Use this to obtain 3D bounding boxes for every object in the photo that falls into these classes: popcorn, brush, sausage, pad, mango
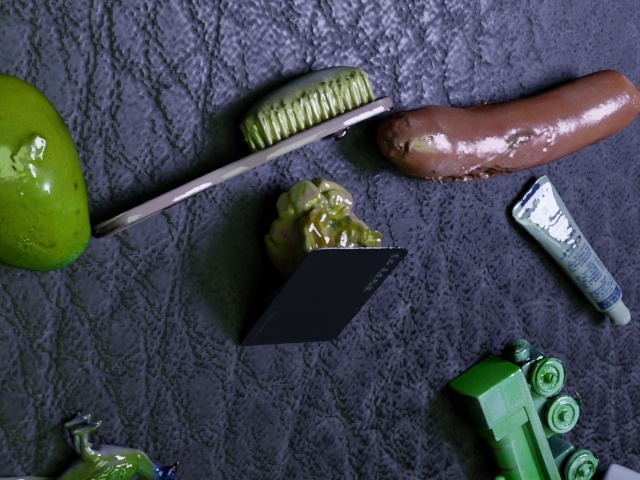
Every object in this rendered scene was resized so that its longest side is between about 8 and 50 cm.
[{"bbox_3d":[0.000,0.000,1.171,0.097,0.089,0.109,-38,146,-3],"label":"popcorn"},{"bbox_3d":[-0.074,-0.085,1.128,0.312,0.072,0.067,-27,91,-24],"label":"brush"},{"bbox_3d":[0.193,-0.112,1.287,0.326,0.079,0.087,-15,118,-30],"label":"sausage"},{"bbox_3d":[0.003,0.053,1.169,0.112,0.003,0.157,-1,144,-34],"label":"pad"},{"bbox_3d":[-0.239,-0.048,0.993,0.119,0.100,0.178,-44,128,-22],"label":"mango"}]

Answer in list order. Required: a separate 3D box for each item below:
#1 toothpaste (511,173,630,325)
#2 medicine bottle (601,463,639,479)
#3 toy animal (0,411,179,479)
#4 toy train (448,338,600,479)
[{"bbox_3d":[0.285,0.019,1.401,0.062,0.037,0.216,-50,118,-16],"label":"toothpaste"},{"bbox_3d":[0.341,0.419,1.472,0.161,0.111,0.296,30,83,-46],"label":"medicine bottle"},{"bbox_3d":[-0.225,0.190,1.086,0.216,0.041,0.075,0,101,-30],"label":"toy animal"},{"bbox_3d":[0.231,0.229,1.382,0.119,0.085,0.251,-30,113,-20],"label":"toy train"}]
